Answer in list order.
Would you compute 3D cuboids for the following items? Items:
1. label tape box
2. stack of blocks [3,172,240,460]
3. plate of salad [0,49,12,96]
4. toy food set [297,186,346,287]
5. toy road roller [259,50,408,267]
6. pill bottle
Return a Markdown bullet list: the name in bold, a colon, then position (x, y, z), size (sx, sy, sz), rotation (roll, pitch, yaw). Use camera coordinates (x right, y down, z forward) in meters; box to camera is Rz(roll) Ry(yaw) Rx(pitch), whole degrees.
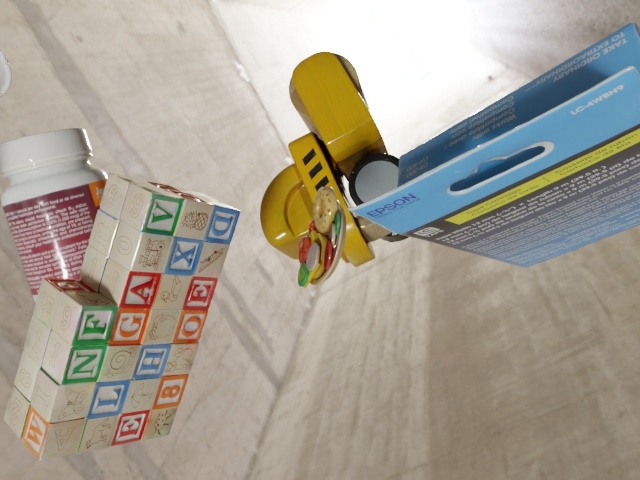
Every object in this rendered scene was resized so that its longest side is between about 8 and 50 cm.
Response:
- **label tape box**: position (0.219, -0.081, 0.602), size (0.348, 0.249, 0.115), rotation (14, -122, -45)
- **stack of blocks**: position (-0.221, 0.081, 0.703), size (0.087, 0.297, 0.171), rotation (24, -171, 37)
- **plate of salad**: position (-0.679, -0.341, 1.154), size (0.200, 0.200, 0.048), rotation (43, -143, -42)
- **toy food set**: position (0.000, 0.000, 0.552), size (0.020, 0.083, 0.082), rotation (13, -137, -21)
- **toy road roller**: position (0.004, -0.111, 1.010), size (0.329, 0.240, 0.202), rotation (66, -173, 17)
- **pill bottle**: position (-0.547, -0.031, 1.344), size (0.224, 0.224, 0.392), rotation (-43, -60, -71)
